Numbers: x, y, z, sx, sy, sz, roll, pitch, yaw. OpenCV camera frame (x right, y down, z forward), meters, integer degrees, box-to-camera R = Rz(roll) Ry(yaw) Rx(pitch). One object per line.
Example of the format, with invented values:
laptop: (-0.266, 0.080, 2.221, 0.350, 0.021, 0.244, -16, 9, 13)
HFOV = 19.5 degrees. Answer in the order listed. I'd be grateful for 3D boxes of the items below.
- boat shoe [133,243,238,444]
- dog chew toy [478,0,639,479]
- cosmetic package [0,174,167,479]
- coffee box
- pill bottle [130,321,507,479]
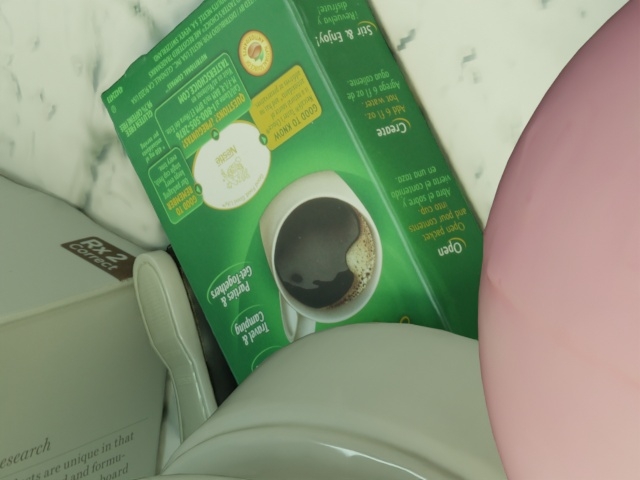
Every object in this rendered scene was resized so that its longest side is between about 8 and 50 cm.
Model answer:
boat shoe: (-0.037, 0.060, 0.716, 0.046, 0.038, 0.125, -17, 90, 64)
dog chew toy: (0.152, -0.057, 0.396, 0.206, 0.206, 0.332, 23, 110, 37)
cosmetic package: (-0.169, 0.081, 0.766, 0.151, 0.151, 0.184, 25, 119, 35)
coffee box: (0.000, 0.000, 0.659, 0.113, 0.040, 0.184, -35, 78, 44)
pill bottle: (-0.046, 0.205, 0.493, 0.224, 0.392, 0.224, 18, 130, 23)
